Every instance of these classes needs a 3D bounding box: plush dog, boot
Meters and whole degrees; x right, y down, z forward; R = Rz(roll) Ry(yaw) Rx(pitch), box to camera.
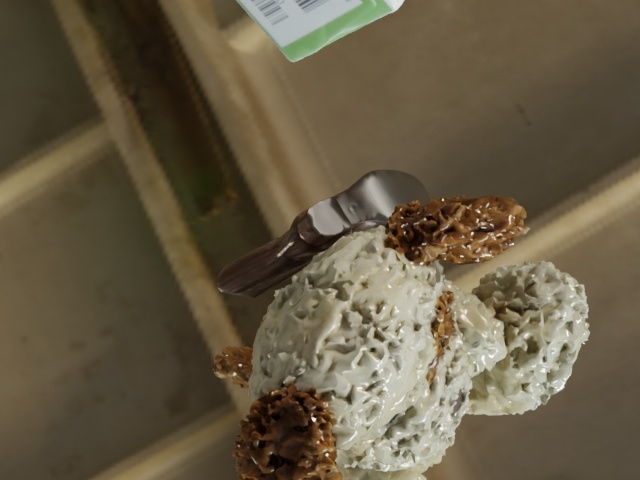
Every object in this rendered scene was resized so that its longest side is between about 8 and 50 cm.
[{"bbox_3d":[0.025,0.075,0.997,0.211,0.225,0.262,26,-109,14],"label":"plush dog"},{"bbox_3d":[0.000,0.000,1.059,0.114,0.106,0.037,-39,-109,49],"label":"boot"}]

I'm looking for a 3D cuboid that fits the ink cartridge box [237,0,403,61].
[{"bbox_3d":[0.016,-0.180,0.680,0.062,0.209,0.109,-21,-62,45],"label":"ink cartridge box"}]
